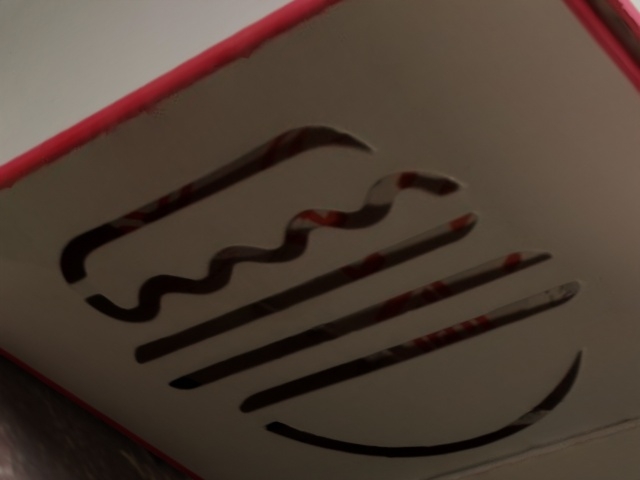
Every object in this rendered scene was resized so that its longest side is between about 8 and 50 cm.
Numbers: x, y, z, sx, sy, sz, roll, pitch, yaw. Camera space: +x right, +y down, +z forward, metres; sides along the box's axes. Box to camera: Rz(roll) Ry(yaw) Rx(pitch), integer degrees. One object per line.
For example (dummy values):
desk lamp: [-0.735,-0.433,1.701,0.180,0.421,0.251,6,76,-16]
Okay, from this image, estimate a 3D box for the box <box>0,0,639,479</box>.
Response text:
box: [0.048,-0.070,0.567,0.300,0.314,0.312,41,42,-33]
